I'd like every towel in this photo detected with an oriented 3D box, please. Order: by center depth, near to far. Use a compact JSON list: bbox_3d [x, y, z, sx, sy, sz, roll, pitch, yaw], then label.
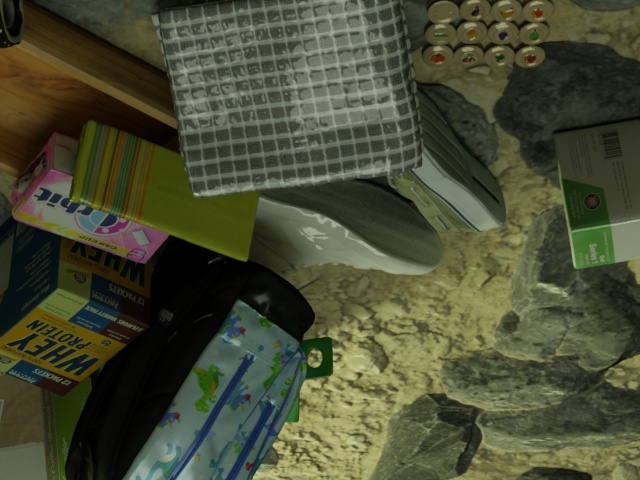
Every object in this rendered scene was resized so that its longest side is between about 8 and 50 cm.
[{"bbox_3d":[-0.036,-0.175,1.787,0.283,0.121,0.235,-8,113,8],"label":"towel"},{"bbox_3d":[-0.182,-0.056,1.891,0.237,0.102,0.021,21,158,-27],"label":"towel"}]

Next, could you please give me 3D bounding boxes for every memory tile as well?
[{"bbox_3d":[0.194,-0.242,1.864,0.148,0.012,0.113,0,141,-3],"label":"memory tile"}]

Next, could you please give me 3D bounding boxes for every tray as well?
[{"bbox_3d":[-0.341,-0.171,1.872,0.411,0.076,0.203,26,133,-32],"label":"tray"}]

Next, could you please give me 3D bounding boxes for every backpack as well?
[{"bbox_3d":[-0.173,0.208,2.030,0.273,0.355,0.290,48,160,-28],"label":"backpack"}]

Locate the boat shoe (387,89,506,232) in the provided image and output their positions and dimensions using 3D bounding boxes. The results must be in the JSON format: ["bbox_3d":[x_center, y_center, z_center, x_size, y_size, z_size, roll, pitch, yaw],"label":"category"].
[{"bbox_3d":[0.129,-0.085,1.983,0.094,0.109,0.302,-20,141,23],"label":"boat shoe"}]

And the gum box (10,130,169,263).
[{"bbox_3d":[-0.267,-0.051,1.918,0.188,0.062,0.107,20,136,-27],"label":"gum box"}]

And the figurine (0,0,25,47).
[{"bbox_3d":[-0.422,-0.299,1.639,0.209,0.092,0.215,-3,99,6],"label":"figurine"}]

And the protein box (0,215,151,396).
[{"bbox_3d":[-0.326,0.052,2.046,0.136,0.201,0.200,26,133,-32],"label":"protein box"}]

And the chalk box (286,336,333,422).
[{"bbox_3d":[-0.089,0.172,2.267,0.213,0.132,0.132,0,141,-2],"label":"chalk box"}]

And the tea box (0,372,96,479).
[{"bbox_3d":[-0.485,0.310,2.272,0.329,0.220,0.323,-11,162,10],"label":"tea box"}]

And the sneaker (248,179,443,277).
[{"bbox_3d":[0.000,0.000,2.087,0.292,0.108,0.169,22,138,-12],"label":"sneaker"}]

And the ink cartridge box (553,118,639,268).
[{"bbox_3d":[0.409,-0.066,1.979,0.219,0.160,0.092,-9,142,8],"label":"ink cartridge box"}]
